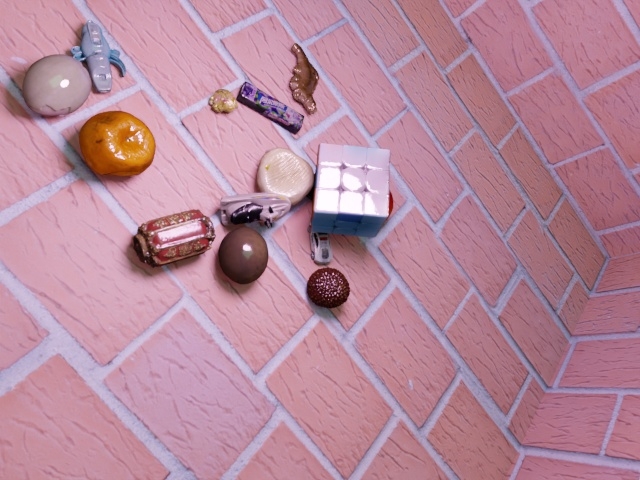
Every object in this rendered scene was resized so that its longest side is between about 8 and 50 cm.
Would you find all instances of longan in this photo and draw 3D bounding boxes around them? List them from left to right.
[{"bbox_3d":[-0.289,0.052,1.788,0.196,0.196,0.220,11,68,-29],"label":"longan"}]

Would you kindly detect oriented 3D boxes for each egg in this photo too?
[{"bbox_3d":[-0.881,-0.506,1.575,0.183,0.183,0.217,48,51,-12],"label":"egg"}]

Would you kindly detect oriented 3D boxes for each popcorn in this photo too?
[{"bbox_3d":[-0.393,-0.571,1.954,0.089,0.109,0.097,-27,131,-64],"label":"popcorn"}]

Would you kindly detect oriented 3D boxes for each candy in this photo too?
[{"bbox_3d":[-0.213,-0.579,2.086,0.312,0.061,0.088,25,62,-24],"label":"candy"}]

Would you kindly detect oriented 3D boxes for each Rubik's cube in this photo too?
[{"bbox_3d":[0.115,-0.197,1.937,0.290,0.292,0.292,6,75,-3],"label":"Rubik's cube"}]

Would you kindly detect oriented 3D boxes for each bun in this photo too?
[{"bbox_3d":[-0.150,-0.258,1.981,0.259,0.160,0.260,4,71,-12],"label":"bun"}]

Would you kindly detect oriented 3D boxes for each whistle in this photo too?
[{"bbox_3d":[-0.809,-0.669,1.725,0.186,0.093,0.274,-10,85,-34],"label":"whistle"}]

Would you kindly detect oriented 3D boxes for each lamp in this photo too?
[{"bbox_3d":[-0.514,-0.009,1.682,0.273,0.177,0.177,-19,87,-32],"label":"lamp"}]

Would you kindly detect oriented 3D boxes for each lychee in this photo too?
[{"bbox_3d":[0.035,0.195,1.961,0.187,0.188,0.188,9,72,-30],"label":"lychee"}]

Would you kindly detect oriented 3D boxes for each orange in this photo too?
[{"bbox_3d":[-0.706,-0.330,1.641,0.249,0.183,0.249,24,57,-44],"label":"orange"}]

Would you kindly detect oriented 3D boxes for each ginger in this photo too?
[{"bbox_3d":[-0.072,-0.742,2.214,0.166,0.080,0.333,17,60,-43],"label":"ginger"}]

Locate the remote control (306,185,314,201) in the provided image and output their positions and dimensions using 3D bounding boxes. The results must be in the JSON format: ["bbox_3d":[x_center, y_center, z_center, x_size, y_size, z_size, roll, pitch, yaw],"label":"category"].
[{"bbox_3d":[0.011,-0.186,2.119,0.222,0.042,0.072,35,63,-20],"label":"remote control"}]

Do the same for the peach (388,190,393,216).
[{"bbox_3d":[0.249,-0.176,2.178,0.197,0.197,0.198,9,72,-30],"label":"peach"}]

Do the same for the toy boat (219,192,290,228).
[{"bbox_3d":[-0.251,-0.113,1.837,0.269,0.141,0.141,2,74,-3],"label":"toy boat"}]

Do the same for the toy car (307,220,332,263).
[{"bbox_3d":[0.000,0.000,2.062,0.095,0.056,0.205,0,78,-31],"label":"toy car"}]
